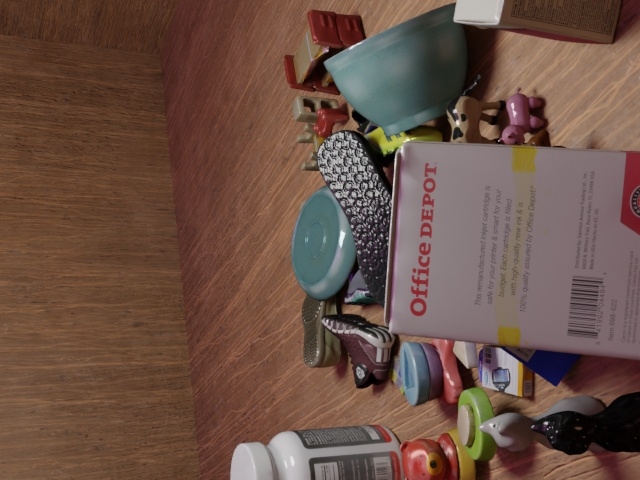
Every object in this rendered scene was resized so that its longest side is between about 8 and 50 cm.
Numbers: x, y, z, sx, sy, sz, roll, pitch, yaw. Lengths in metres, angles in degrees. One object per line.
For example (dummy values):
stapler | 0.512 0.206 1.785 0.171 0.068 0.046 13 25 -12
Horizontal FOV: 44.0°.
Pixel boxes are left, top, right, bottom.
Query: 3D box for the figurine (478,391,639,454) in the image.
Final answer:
figurine | 0.371 0.278 1.180 0.215 0.210 0.092 152 117 -63

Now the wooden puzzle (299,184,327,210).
wooden puzzle | 0.019 -0.037 2.184 0.239 0.044 0.220 -26 64 57

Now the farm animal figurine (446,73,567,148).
farm animal figurine | 0.298 -0.105 1.412 0.330 0.172 0.326 -132 49 -57

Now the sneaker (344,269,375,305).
sneaker | 0.117 0.100 1.909 0.224 0.083 0.098 158 117 -64

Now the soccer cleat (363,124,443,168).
soccer cleat | 0.177 -0.238 1.791 0.289 0.093 0.121 -5 74 64

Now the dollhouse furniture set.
dollhouse furniture set | 0.029 -0.383 2.047 0.201 0.152 0.374 132 134 -55

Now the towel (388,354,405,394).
towel | 0.182 0.311 1.831 0.083 0.009 0.060 -128 47 -55

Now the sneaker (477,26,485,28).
sneaker | 0.351 -0.441 1.429 0.232 0.090 0.115 137 127 -58

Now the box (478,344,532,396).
box | 0.341 0.239 1.469 0.136 0.028 0.081 179 93 -68

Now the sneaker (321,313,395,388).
sneaker | 0.081 0.276 1.947 0.281 0.106 0.162 -166 76 -64

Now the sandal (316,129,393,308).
sandal | 0.141 -0.046 1.784 0.168 0.107 0.445 -26 81 26

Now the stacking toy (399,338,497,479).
stacking toy | 0.220 0.316 1.524 0.279 0.130 0.308 104 160 -64

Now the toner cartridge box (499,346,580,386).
toner cartridge box | 0.289 0.116 1.413 0.075 0.165 0.348 -52 32 3

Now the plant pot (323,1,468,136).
plant pot | 0.178 -0.331 1.614 0.293 0.293 0.196 -8 107 65

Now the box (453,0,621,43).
box | 0.349 -0.401 1.252 0.127 0.232 0.148 -147 63 -61

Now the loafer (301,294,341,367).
loafer | 0.010 0.227 2.121 0.102 0.092 0.268 -33 41 43

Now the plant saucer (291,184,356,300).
plant saucer | 0.000 0.000 2.099 0.318 0.044 0.317 -24 62 56

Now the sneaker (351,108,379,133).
sneaker | 0.111 -0.333 1.955 0.063 0.075 0.170 139 129 -58

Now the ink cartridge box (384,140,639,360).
ink cartridge box | 0.300 0.005 1.136 0.160 0.385 0.279 -20 -66 -76

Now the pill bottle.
pill bottle | -0.006 0.535 1.801 0.210 0.363 0.210 -178 90 -66
